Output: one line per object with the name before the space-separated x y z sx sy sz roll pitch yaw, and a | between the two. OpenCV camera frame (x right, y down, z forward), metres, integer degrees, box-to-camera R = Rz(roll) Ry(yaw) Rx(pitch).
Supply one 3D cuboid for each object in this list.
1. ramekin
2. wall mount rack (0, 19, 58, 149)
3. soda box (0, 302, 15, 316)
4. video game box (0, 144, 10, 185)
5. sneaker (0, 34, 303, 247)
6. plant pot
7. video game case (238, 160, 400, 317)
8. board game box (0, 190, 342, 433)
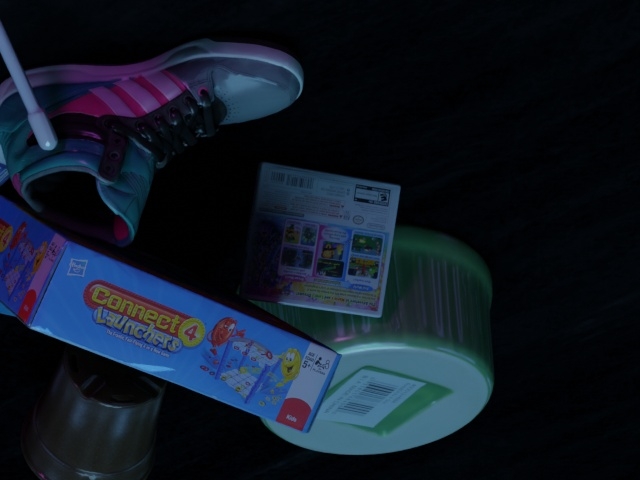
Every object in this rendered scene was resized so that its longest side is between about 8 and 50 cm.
ramekin | 0.056 0.124 1.894 0.303 0.148 0.303 -3 146 -2
wall mount rack | -0.395 -0.173 1.409 0.350 0.130 0.304 -17 144 19
soda box | -0.273 0.051 1.814 0.210 0.067 0.071 16 141 -28
video game box | -0.414 -0.079 1.623 0.187 0.048 0.205 23 137 -32
sneaker | -0.157 -0.086 1.526 0.295 0.178 0.124 -9 146 5
plant pot | -0.259 0.193 1.960 0.167 0.167 0.165 6 137 -17
video game case | 0.000 0.000 1.725 0.157 0.143 0.019 9 179 -20
board game box | -0.180 0.063 1.637 0.308 0.086 0.302 24 180 -29
